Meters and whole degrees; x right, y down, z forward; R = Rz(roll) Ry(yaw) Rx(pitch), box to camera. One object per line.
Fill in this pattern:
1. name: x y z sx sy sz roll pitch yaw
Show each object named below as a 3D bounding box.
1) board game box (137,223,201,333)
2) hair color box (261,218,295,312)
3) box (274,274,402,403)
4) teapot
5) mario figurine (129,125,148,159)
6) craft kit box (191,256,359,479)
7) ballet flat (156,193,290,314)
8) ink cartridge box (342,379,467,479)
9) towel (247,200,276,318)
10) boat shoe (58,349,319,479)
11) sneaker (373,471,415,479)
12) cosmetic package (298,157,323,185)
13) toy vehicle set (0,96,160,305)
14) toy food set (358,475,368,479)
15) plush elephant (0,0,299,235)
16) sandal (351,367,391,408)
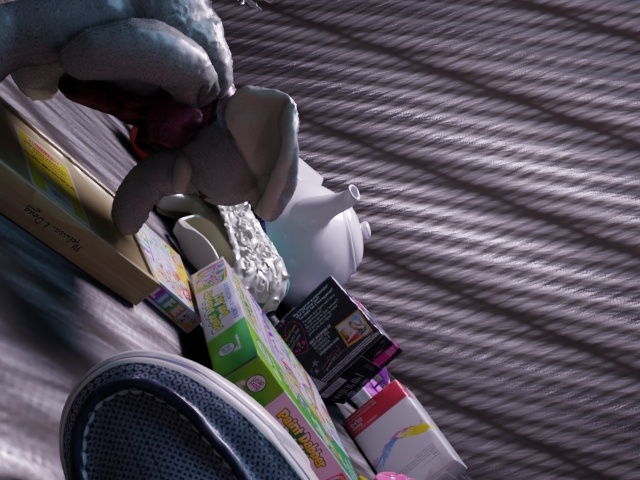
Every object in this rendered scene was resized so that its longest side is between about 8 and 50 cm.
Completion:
1. board game box: -0.198 0.033 0.831 0.103 0.026 0.154 49 2 -37
2. hair color box: -0.073 0.066 1.589 0.338 0.110 0.185 50 -12 38
3. box: 0.027 0.184 1.226 0.142 0.163 0.247 48 0 21
4. teapot: 0.000 0.000 1.284 0.256 0.187 0.252 -109 -172 -70
5. mario figurine: -0.277 -0.212 1.436 0.198 0.170 0.320 17 -5 -3
6. craft kit box: -0.055 0.168 0.818 0.246 0.061 0.250 55 -1 -28
7. ballet flat: -0.191 -0.044 1.133 0.409 0.147 0.147 51 1 34
8. ink cartridge box: 0.153 0.366 1.231 0.176 0.127 0.128 52 1 32
9. towel: -0.146 -0.038 1.339 0.324 0.056 0.311 -128 -149 -73
10. boat shoe: -0.028 0.186 0.293 0.340 0.127 0.158 51 -4 15
11. sneaker: 0.151 0.430 1.076 0.171 0.074 0.063 29 17 9
12. cosmetic package: -0.064 -0.104 1.525 0.085 0.117 0.231 40 11 -8
13. toy vehicle set: -0.273 -0.059 0.670 0.267 0.035 0.166 49 2 -46
14. toy food set: 0.096 0.381 0.950 0.192 0.039 0.132 50 2 -33
15. plush elephant: -0.151 -0.127 0.698 0.272 0.330 0.255 -149 -143 -74
16. sandal: 0.119 0.327 1.593 0.169 0.102 0.416 52 2 28
